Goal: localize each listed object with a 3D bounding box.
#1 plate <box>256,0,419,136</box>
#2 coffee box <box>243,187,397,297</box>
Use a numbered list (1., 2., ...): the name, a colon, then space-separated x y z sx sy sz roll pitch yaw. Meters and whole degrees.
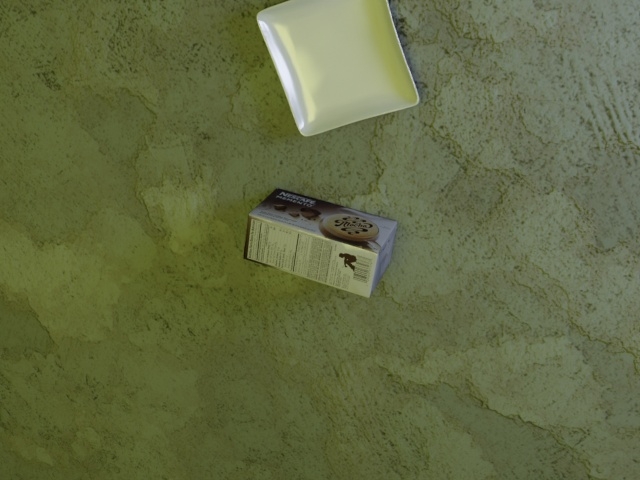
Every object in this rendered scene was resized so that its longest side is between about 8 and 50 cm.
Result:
1. plate: 0.038 -0.375 1.567 0.278 0.045 0.277 -13 110 26
2. coffee box: 0.000 0.000 1.694 0.297 0.168 0.119 17 119 14
